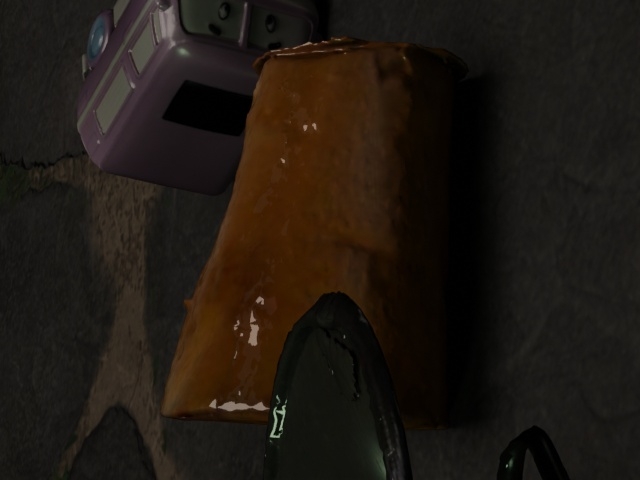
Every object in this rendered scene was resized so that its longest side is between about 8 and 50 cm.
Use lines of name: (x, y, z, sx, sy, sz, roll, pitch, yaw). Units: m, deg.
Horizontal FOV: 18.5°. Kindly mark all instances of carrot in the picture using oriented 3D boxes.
carrot: (0.000, 0.000, 1.287, 0.196, 0.196, 0.254, -10, 73, 60)

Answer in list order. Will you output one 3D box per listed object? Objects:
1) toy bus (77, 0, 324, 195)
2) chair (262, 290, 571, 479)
toy bus: (-0.096, -0.146, 1.554, 0.202, 0.142, 0.142, -53, 33, 41)
chair: (0.193, 0.126, 0.759, 0.226, 0.401, 0.226, 179, 90, -77)
